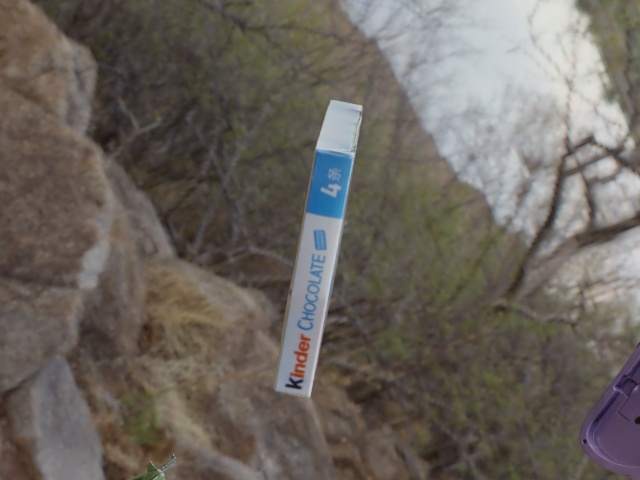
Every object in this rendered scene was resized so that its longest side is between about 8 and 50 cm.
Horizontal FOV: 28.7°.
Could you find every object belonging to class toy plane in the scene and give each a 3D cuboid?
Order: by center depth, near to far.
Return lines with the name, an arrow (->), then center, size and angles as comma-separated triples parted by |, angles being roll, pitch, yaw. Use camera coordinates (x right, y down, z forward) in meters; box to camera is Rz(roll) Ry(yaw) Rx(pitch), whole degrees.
toy plane -> -0.227, 0.314, 1.606 | 0.040, 0.111, 0.102 | 52, 43, 6

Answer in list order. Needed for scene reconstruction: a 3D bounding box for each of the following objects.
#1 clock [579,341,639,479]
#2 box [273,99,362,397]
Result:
clock -> 0.331, 0.167, 1.202 | 0.050, 0.153, 0.110 | 26, 11, -48
box -> 0.000, 0.000, 1.403 | 0.265, 0.048, 0.273 | -76, 177, -72
